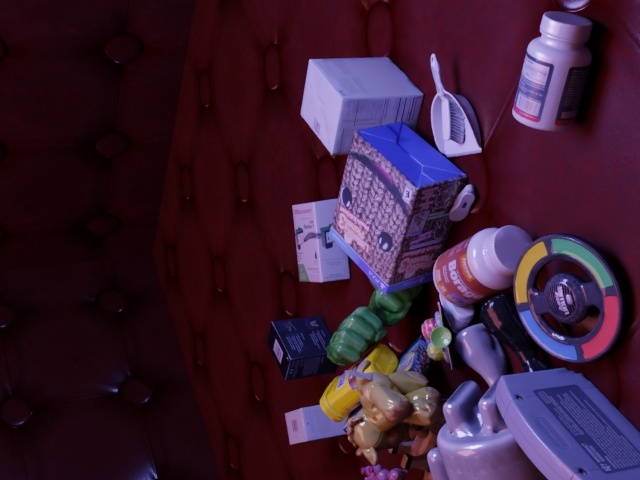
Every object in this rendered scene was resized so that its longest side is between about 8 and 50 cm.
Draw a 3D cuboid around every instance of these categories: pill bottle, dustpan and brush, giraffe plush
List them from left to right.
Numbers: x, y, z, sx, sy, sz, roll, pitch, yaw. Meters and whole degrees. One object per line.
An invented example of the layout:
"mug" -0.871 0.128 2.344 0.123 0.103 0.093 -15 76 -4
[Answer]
"giraffe plush" 0.128 0.367 1.904 0.181 0.210 0.170 -70 -3 -72
"dustpan and brush" 0.262 -0.279 1.901 0.147 0.060 0.211 180 84 -66
"pill bottle" 0.316 0.046 1.783 0.216 0.121 0.121 140 121 -63
"pill bottle" 0.393 -0.284 1.547 0.108 0.108 0.180 -128 40 -50

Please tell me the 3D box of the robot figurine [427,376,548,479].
"robot figurine" 0.337 0.430 1.687 0.300 0.200 0.353 -14 101 38

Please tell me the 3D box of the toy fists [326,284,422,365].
"toy fists" 0.126 0.175 2.102 0.096 0.279 0.142 43 156 12

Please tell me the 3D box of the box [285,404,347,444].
"box" 0.008 0.498 2.531 0.130 0.171 0.091 142 120 -63

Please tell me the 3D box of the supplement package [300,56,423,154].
"supplement package" 0.091 -0.309 2.106 0.194 0.203 0.149 -122 34 -46

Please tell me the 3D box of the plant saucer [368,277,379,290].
"plant saucer" 0.148 0.053 2.274 0.195 0.038 0.194 173 90 -67

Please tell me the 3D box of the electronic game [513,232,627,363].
"electronic game" 0.424 0.100 1.591 0.229 0.048 0.229 20 116 48

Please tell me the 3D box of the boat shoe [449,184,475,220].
"boat shoe" 0.295 -0.079 1.920 0.100 0.035 0.035 110 172 -52

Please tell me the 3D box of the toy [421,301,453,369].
"toy" 0.244 0.204 1.938 0.237 0.056 0.136 53 -154 -81

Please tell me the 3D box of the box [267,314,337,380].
"box" -0.049 0.304 2.627 0.156 0.158 0.093 -121 34 -44

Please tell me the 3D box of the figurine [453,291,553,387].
"figurine" 0.361 0.239 1.786 0.209 0.092 0.215 67 153 24

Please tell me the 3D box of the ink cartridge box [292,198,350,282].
"ink cartridge box" 0.000 0.000 2.524 0.160 0.093 0.219 175 88 -66

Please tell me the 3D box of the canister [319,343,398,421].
"canister" 0.089 0.318 2.075 0.073 0.126 0.170 45 119 -2

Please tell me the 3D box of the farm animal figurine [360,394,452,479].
"farm animal figurine" 0.231 0.471 2.053 0.326 0.172 0.330 -66 28 28

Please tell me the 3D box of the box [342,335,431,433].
"box" 0.155 0.332 2.083 0.233 0.044 0.159 -46 3 24

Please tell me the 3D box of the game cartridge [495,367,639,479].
"game cartridge" 0.424 0.324 1.515 0.297 0.198 0.062 -126 37 -50

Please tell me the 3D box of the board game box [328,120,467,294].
"board game box" 0.162 -0.073 2.030 0.232 0.141 0.291 47 138 37

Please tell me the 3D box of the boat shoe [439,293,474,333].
"boat shoe" 0.277 0.120 1.930 0.184 0.066 0.063 -108 29 -51
